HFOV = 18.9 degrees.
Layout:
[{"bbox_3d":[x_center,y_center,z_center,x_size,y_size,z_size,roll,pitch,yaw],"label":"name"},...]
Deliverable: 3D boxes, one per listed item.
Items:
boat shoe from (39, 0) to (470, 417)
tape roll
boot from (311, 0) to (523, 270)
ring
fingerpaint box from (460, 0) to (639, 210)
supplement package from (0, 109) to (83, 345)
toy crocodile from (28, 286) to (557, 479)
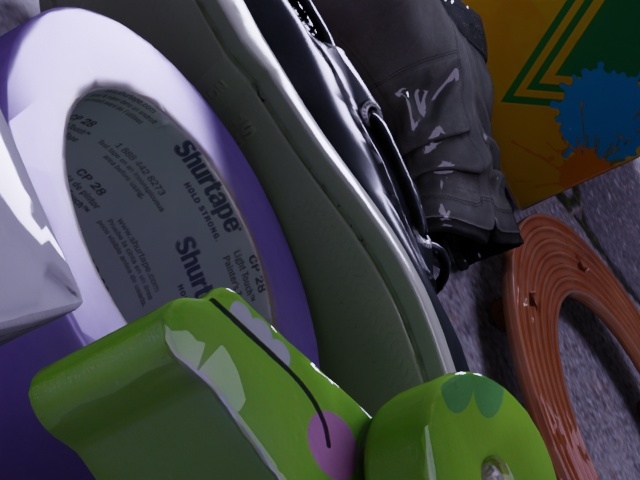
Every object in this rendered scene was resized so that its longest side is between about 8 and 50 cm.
[{"bbox_3d":[-0.003,0.002,0.831,0.113,0.127,0.340,-11,67,-55],"label":"boat shoe"},{"bbox_3d":[-0.083,0.017,0.696,0.189,0.080,0.189,47,27,-34],"label":"tape roll"},{"bbox_3d":[0.051,-0.073,1.103,0.246,0.083,0.161,20,54,-58],"label":"boot"},{"bbox_3d":[0.197,0.140,1.256,0.336,0.032,0.337,49,26,-34],"label":"ring"},{"bbox_3d":[0.320,-0.205,1.451,0.163,0.371,0.445,63,22,-3],"label":"fingerpaint box"},{"bbox_3d":[-0.205,-0.065,0.420,0.262,0.145,0.204,67,23,5],"label":"supplement package"},{"bbox_3d":[0.043,0.142,0.600,0.340,0.115,0.105,48,38,-26],"label":"toy crocodile"}]
